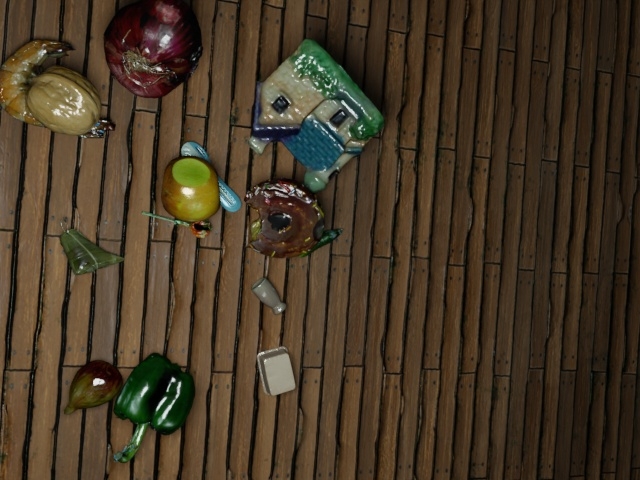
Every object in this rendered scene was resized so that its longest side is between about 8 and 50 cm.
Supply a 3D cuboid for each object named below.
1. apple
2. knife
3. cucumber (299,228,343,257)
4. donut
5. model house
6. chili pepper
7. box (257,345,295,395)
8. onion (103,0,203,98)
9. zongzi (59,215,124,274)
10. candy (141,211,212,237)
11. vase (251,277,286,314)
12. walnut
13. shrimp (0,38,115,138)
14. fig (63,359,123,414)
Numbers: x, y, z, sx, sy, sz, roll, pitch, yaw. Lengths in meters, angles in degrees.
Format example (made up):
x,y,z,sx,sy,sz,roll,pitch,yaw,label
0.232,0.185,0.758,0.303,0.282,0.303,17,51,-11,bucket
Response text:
x,y,z,sx,sy,sz,roll,pitch,yaw,label
-0.324,-0.127,1.541,0.147,0.146,0.163,7,56,-7,apple
-0.289,-0.167,1.613,0.064,0.031,0.222,-42,102,-17,knife
0.000,0.000,1.704,0.155,0.037,0.037,-30,99,-16,cucumber
-0.094,-0.066,1.595,0.216,0.096,0.230,-9,122,9,donut
-0.039,-0.299,1.582,0.280,0.245,0.312,-44,98,-6,model house
-0.432,0.416,1.505,0.173,0.165,0.261,35,76,-33,chili pepper
-0.117,0.358,1.655,0.089,0.062,0.122,-13,93,-17,box
-0.394,-0.475,1.455,0.221,0.281,0.281,38,80,-18,onion
-0.579,0.003,1.525,0.130,0.062,0.154,-21,81,-37,zongzi
-0.375,-0.049,1.587,0.184,0.049,0.056,14,55,-9,candy
-0.139,0.153,1.652,0.053,0.053,0.101,-42,106,-13,vase
-0.588,-0.321,1.404,0.166,0.149,0.167,16,65,-37,walnut
-0.631,-0.370,1.493,0.290,0.054,0.223,22,83,-17,shrimp
-0.564,0.369,1.494,0.109,0.103,0.155,34,71,8,fig
